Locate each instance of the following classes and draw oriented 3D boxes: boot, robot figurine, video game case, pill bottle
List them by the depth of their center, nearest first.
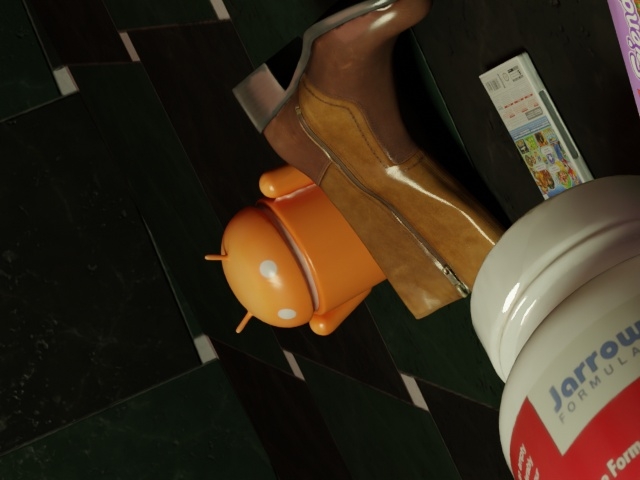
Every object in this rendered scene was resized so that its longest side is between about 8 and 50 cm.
[{"bbox_3d":[0.250,0.150,1.130,0.229,0.229,0.408,77,169,-45],"label":"pill bottle"},{"bbox_3d":[0.170,-0.084,1.442,0.122,0.011,0.087,62,164,-2],"label":"video game case"},{"bbox_3d":[0.078,-0.074,1.578,0.280,0.096,0.264,51,134,-5],"label":"boot"},{"bbox_3d":[0.001,0.002,1.746,0.128,0.219,0.158,56,164,18],"label":"robot figurine"}]

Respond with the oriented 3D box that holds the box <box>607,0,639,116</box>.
[{"bbox_3d":[0.226,-0.159,1.032,0.201,0.057,0.293,36,151,59],"label":"box"}]
